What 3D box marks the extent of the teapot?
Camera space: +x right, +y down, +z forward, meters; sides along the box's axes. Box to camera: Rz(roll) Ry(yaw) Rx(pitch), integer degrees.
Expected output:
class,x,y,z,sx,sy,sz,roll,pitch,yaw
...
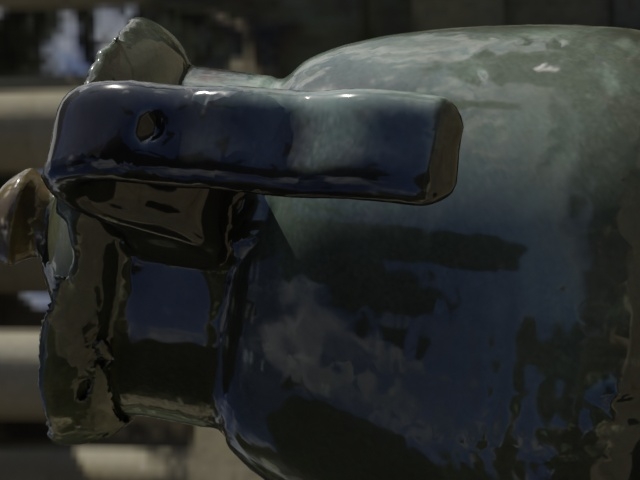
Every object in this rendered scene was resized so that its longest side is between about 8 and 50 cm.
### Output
class,x,y,z,sx,sy,sz,roll,pitch,yaw
teapot,-0.002,0.021,0.751,0.305,0.285,0.223,-61,-21,-73
